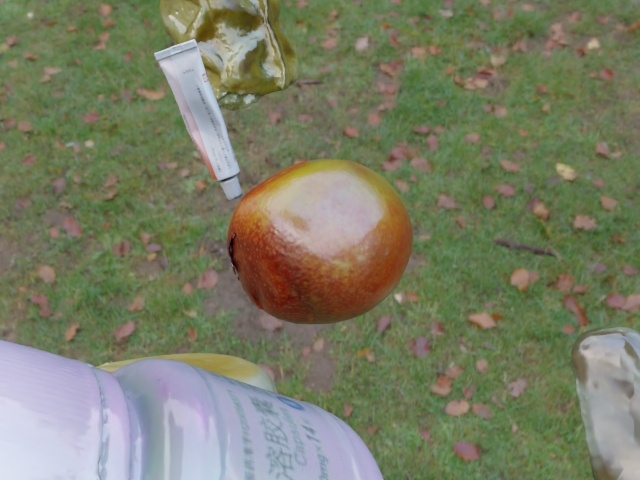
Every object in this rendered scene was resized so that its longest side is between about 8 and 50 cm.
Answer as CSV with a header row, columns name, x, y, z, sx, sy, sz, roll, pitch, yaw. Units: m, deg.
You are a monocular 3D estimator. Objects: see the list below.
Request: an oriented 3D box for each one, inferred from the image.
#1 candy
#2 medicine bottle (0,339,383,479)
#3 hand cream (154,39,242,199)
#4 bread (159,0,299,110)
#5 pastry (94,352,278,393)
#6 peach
name,x,y,z,sx,sy,sz,roll,pitch,yaw
candy,0.391,0.228,1.023,0.102,0.104,0.234,-10,86,17
medicine bottle,-0.130,0.197,0.526,0.302,0.241,0.241,25,40,-31
hand cream,-0.155,-0.154,1.052,0.052,0.216,0.038,-24,19,-13
bread,-0.150,-0.348,1.285,0.238,0.252,0.196,-28,20,-22
pastry,-0.169,0.199,0.840,0.265,0.133,0.265,0,8,0
peach,0.000,0.000,1.005,0.231,0.231,0.231,-1,48,1
